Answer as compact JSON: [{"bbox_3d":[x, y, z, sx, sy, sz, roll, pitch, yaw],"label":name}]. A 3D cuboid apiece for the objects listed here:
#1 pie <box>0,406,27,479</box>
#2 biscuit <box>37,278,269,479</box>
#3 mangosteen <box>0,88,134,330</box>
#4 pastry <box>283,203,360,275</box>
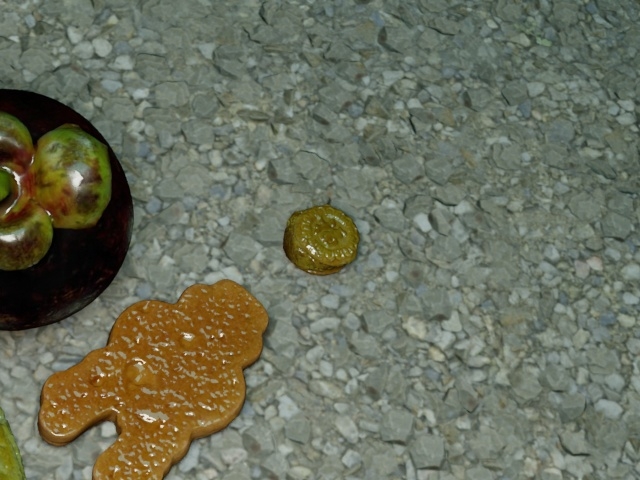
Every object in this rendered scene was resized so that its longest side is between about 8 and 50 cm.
[{"bbox_3d":[-0.486,0.301,1.754,0.323,0.070,0.323,5,59,-9],"label":"pie"},{"bbox_3d":[-0.199,0.176,1.914,0.202,0.047,0.334,40,60,10],"label":"biscuit"},{"bbox_3d":[-0.382,-0.045,1.847,0.330,0.330,0.330,6,58,-10],"label":"mangosteen"},{"bbox_3d":[0.000,0.000,2.067,0.109,0.057,0.097,41,53,9],"label":"pastry"}]
